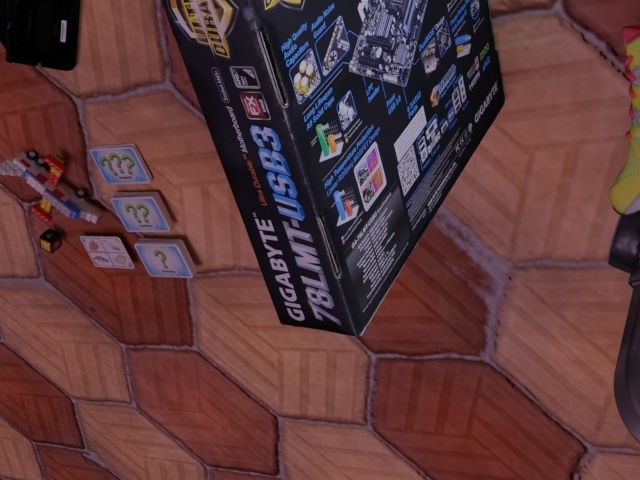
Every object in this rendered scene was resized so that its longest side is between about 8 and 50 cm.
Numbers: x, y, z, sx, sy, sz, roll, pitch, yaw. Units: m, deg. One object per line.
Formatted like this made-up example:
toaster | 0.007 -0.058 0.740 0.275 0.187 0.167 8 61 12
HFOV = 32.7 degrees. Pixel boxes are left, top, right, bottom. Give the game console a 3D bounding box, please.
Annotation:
game console | -0.301 -0.248 1.131 0.107 0.071 0.122 8 143 -10

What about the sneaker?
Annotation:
sneaker | 0.248 -0.113 0.771 0.094 0.081 0.208 33 123 19

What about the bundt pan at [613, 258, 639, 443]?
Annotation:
bundt pan | 0.341 0.126 0.708 0.331 0.124 0.331 24 166 7

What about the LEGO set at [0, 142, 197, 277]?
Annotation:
LEGO set | -0.281 -0.025 1.309 0.244 0.060 0.182 2 126 38

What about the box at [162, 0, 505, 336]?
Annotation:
box | 0.029 -0.139 0.747 0.073 0.295 0.293 7 134 31

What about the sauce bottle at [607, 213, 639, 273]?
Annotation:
sauce bottle | 0.387 0.045 0.799 0.344 0.111 0.111 19 139 20
